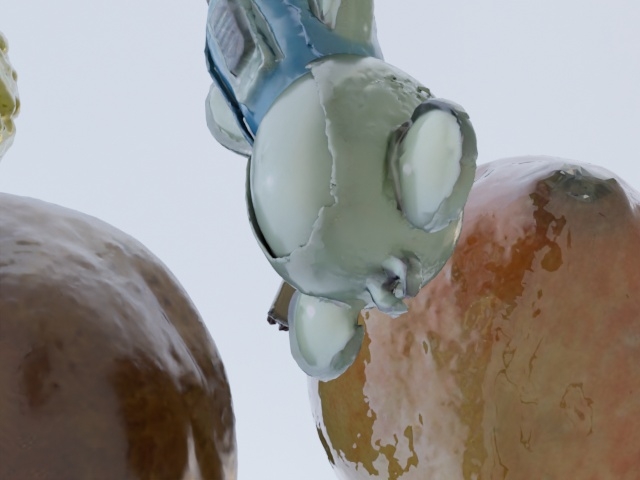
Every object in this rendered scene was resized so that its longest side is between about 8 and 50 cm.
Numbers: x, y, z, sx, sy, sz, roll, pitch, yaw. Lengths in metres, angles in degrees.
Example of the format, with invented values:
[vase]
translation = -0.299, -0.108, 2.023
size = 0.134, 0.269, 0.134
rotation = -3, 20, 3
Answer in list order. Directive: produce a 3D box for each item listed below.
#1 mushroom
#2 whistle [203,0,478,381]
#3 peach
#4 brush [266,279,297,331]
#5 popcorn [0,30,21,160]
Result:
[mushroom]
translation = -0.197, 0.101, 0.812
size = 0.195, 0.283, 0.263
rotation = 20, -100, -68
[whistle]
translation = -0.004, -0.062, 0.590
size = 0.077, 0.114, 0.236
rotation = 9, -140, -31
[peach]
translation = 0.100, 0.057, 0.790
size = 0.232, 0.232, 0.232
rotation = 7, -99, -46
[brush]
translation = 0.000, 0.000, 1.565
size = 0.043, 0.036, 0.248
rotation = 24, -135, -3
[popcorn]
translation = -0.407, -0.113, 1.458
size = 0.293, 0.293, 0.237
rotation = 41, -152, -36
